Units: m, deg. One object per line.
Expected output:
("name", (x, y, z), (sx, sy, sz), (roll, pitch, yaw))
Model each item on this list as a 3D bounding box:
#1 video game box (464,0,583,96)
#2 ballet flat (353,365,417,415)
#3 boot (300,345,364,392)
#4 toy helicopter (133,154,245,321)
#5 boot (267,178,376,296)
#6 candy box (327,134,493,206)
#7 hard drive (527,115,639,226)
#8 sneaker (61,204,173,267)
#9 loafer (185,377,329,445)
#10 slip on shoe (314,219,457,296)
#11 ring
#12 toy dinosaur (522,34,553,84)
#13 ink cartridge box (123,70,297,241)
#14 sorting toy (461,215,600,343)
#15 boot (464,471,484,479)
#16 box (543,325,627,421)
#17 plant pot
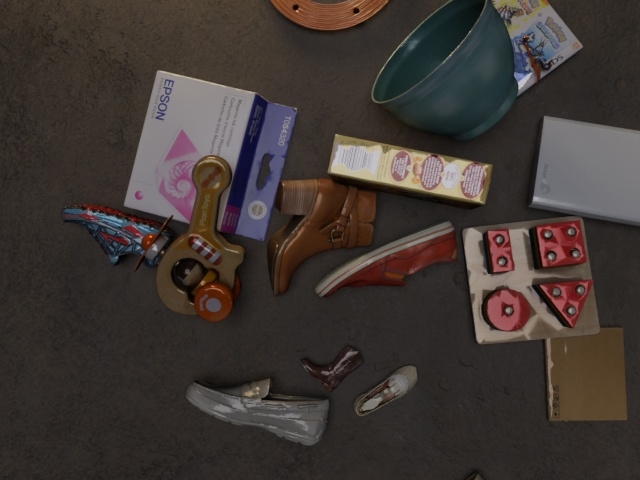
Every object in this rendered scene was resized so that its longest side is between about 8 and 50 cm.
("video game box", (0.431, -0.438, 1.265), (0.187, 0.048, 0.205), (-37, 86, 2))
("ballet flat", (0.147, 0.338, 1.277), (0.168, 0.052, 0.057), (-36, 86, 4))
("boot", (0.028, 0.269, 1.298), (0.106, 0.037, 0.114), (44, 97, -8))
("toy helicopter", (-0.272, -0.011, 1.236), (0.235, 0.140, 0.355), (12, 104, -2))
("boot", (0.000, 0.000, 1.281), (0.220, 0.109, 0.283), (4, 108, -18))
("candy box", (0.182, -0.139, 1.216), (0.317, 0.183, 0.087), (13, 92, 6))
("hard drive", (0.613, -0.143, 1.228), (0.308, 0.040, 0.203), (11, 79, 5))
("sneaker", (-0.479, -0.006, 1.322), (0.262, 0.104, 0.125), (16, 93, 6))
("loafer", (-0.137, 0.356, 1.284), (0.320, 0.112, 0.111), (16, 86, -2))
("slip on shoe", (0.145, 0.059, 1.254), (0.331, 0.123, 0.101), (-22, 91, 0))
("ring", (0.024, -0.641, 1.317), (0.337, 0.032, 0.336), (0, 89, 5))
("toy dinosaur", (0.451, -0.392, 1.220), (0.082, 0.047, 0.090), (40, 105, 22))
("ink cartridge box", (-0.251, -0.192, 1.320), (0.330, 0.071, 0.324), (14, 90, 7))
("sorting toy", (0.448, 0.083, 1.222), (0.257, 0.089, 0.255), (-6, 83, 5))
("boot", (0.322, 0.627, 1.244), (0.165, 0.077, 0.213), (43, 88, 4))
("box", (0.572, 0.289, 1.251), (0.164, 0.021, 0.201), (-2, 89, 6))
("plant pot", (0.276, -0.328, 1.182), (0.196, 0.293, 0.293), (40, 93, -22))
